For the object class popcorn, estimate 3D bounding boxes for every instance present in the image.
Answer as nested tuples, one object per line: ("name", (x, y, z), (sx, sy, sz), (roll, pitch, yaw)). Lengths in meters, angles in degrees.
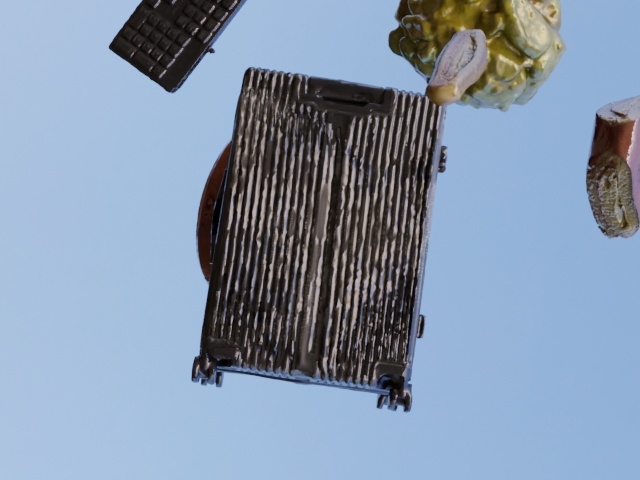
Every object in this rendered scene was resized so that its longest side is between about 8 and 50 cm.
("popcorn", (0.220, -0.301, 1.375), (0.249, 0.249, 0.225), (48, -58, 42))

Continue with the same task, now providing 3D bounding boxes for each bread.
("bread", (0.365, -0.108, 1.233), (0.067, 0.119, 0.192), (7, -102, 31))

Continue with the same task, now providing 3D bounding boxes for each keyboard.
("keyboard", (-0.092, -0.296, 1.047), (0.101, 0.018, 0.310), (37, -92, 15))

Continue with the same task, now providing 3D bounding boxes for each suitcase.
("suitcase", (0.000, 0.000, 1.067), (0.152, 0.229, 0.335), (108, -10, -81))

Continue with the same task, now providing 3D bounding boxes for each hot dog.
("hot dog", (0.128, -0.158, 0.923), (0.044, 0.137, 0.028), (-1, -59, 19))

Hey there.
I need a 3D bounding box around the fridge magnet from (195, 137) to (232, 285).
("fridge magnet", (-0.065, -0.034, 1.516), (0.155, 0.363, 0.364), (17, -84, 22))
